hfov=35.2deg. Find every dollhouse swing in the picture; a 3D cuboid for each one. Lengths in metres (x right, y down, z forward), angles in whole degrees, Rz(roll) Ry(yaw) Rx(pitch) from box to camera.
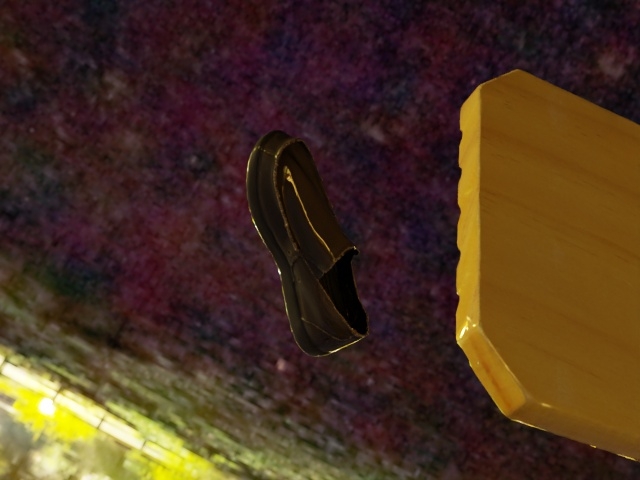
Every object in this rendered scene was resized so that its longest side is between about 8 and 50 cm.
[{"bbox_3d":[0.219,0.087,0.815,0.305,0.346,0.315,11,143,-5],"label":"dollhouse swing"}]

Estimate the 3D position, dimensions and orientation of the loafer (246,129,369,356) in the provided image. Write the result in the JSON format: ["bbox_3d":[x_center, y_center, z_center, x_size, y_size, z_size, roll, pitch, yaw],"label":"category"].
[{"bbox_3d":[0.000,0.000,0.936,0.078,0.080,0.220,-7,106,39],"label":"loafer"}]
